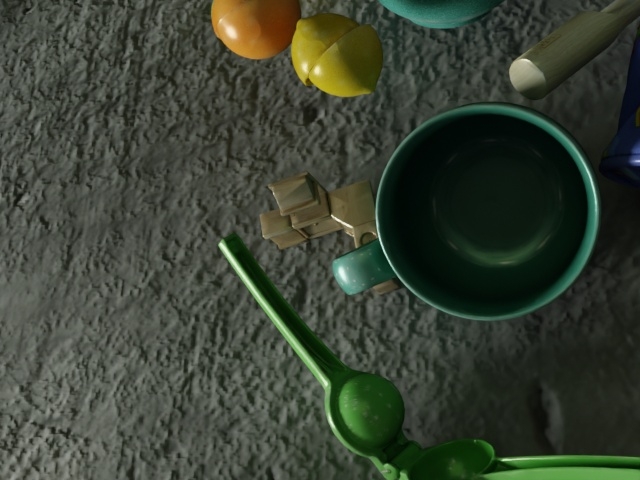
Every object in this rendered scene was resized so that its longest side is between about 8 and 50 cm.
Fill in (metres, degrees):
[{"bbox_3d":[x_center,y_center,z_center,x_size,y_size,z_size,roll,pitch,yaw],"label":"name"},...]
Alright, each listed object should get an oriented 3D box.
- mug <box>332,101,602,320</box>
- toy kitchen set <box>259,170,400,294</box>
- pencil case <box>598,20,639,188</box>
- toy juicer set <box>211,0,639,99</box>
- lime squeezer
[{"bbox_3d":[0.094,-0.023,0.643,0.158,0.097,0.129,8,99,13],"label":"mug"},{"bbox_3d":[0.000,0.000,0.705,0.083,0.068,0.075,-17,65,16],"label":"toy kitchen set"},{"bbox_3d":[0.257,-0.164,0.625,0.119,0.133,0.306,15,81,1],"label":"pencil case"},{"bbox_3d":[0.072,-0.178,0.690,0.329,0.089,0.209,11,44,24],"label":"toy juicer set"},{"bbox_3d":[0.050,0.104,0.624,0.310,0.110,0.059,27,55,29],"label":"lime squeezer"}]
